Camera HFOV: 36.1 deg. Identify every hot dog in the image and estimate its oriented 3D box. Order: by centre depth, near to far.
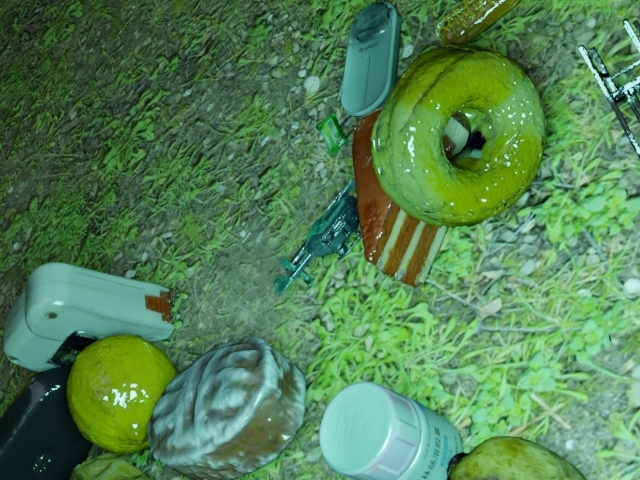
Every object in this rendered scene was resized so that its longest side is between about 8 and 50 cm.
[{"bbox_3d":[0.266,-0.383,1.643,0.165,0.045,0.071,-37,43,22],"label":"hot dog"}]

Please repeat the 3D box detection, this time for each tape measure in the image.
[{"bbox_3d":[-0.433,0.159,1.818,0.265,0.258,0.130,-48,40,35],"label":"tape measure"}]

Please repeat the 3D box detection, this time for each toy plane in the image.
[{"bbox_3d":[0.000,0.000,1.647,0.235,0.060,0.096,-52,34,1],"label":"toy plane"}]

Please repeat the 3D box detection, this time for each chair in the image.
[{"bbox_3d":[0.444,-0.192,1.345,0.084,0.101,0.212,-30,85,28],"label":"chair"}]

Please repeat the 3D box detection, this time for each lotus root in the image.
[{"bbox_3d":[0.249,0.309,1.176,0.214,0.138,0.138,6,70,34],"label":"lotus root"}]

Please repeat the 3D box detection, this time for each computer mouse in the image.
[{"bbox_3d":[-0.518,0.370,1.812,0.116,0.183,0.323,31,87,49],"label":"computer mouse"}]

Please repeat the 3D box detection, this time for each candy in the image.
[{"bbox_3d":[-0.144,0.270,1.542,0.290,0.157,0.214,-25,36,39],"label":"candy"}]

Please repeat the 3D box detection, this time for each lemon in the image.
[{"bbox_3d":[-0.340,0.264,1.704,0.192,0.192,0.231,-48,44,9],"label":"lemon"}]

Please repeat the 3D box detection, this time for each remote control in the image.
[{"bbox_3d":[0.093,-0.323,1.764,0.104,0.052,0.247,-14,56,36],"label":"remote control"}]

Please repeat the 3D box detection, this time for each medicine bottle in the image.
[{"bbox_3d":[0.094,0.269,1.305,0.135,0.168,0.135,-24,50,32],"label":"medicine bottle"}]

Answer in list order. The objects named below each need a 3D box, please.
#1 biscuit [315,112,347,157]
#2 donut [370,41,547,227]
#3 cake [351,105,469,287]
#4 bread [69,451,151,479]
[{"bbox_3d":[0.022,-0.191,1.776,0.046,0.016,0.089,-41,43,19],"label":"biscuit"},{"bbox_3d":[0.206,-0.148,1.385,0.272,0.272,0.107,-63,18,-8],"label":"donut"},{"bbox_3d":[0.157,-0.076,1.474,0.160,0.158,0.262,-26,52,31],"label":"cake"},{"bbox_3d":[-0.325,0.461,1.615,0.152,0.130,0.268,-52,41,-9],"label":"bread"}]
